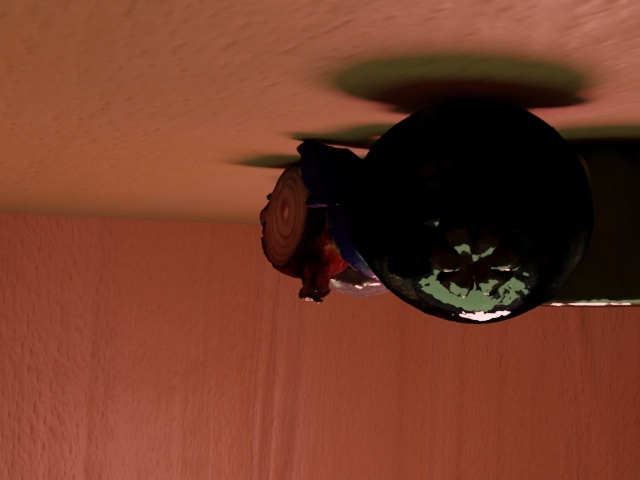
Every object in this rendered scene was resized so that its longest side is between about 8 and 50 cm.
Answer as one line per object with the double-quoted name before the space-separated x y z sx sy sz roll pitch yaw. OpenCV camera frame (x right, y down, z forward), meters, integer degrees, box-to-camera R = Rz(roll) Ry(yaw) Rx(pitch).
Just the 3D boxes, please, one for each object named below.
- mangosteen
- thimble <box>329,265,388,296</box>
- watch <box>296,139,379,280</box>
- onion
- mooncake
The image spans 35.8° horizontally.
"mangosteen" 0.142 -0.033 0.926 0.243 0.243 0.243 2 178 0
"thimble" 0.087 0.000 1.764 0.236 0.205 0.172 7 177 7
"watch" 0.107 -0.051 1.202 0.196 0.171 0.200 5 161 -45
"onion" 0.000 0.000 1.477 0.140 0.218 0.195 12 140 -32
"mooncake" 0.376 -0.017 1.275 0.356 0.194 0.356 -2 -179 0
